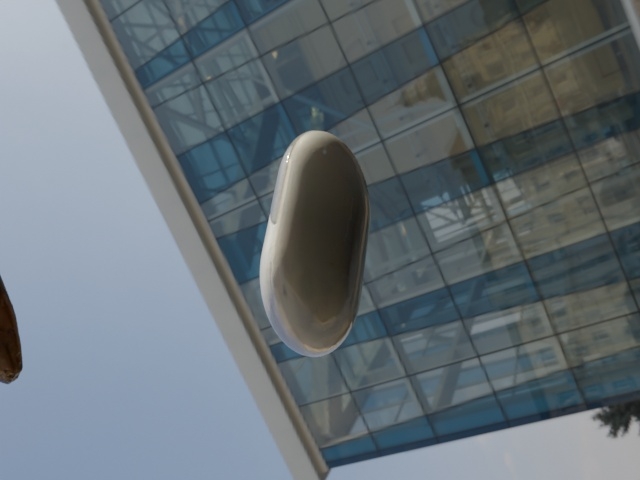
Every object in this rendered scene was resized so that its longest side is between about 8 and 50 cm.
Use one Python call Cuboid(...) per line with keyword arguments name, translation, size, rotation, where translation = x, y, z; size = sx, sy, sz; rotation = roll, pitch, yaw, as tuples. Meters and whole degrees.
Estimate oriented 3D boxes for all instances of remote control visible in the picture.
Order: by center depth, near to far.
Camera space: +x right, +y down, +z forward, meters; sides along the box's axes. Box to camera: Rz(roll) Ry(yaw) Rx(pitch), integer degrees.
Cuboid(name="remote control", translation=(0.000, 0.000, 0.890), size=(0.221, 0.103, 0.332), rotation=(43, -129, -51))

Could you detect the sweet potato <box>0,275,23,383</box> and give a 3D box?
Cuboid(name="sweet potato", translation=(-0.378, -0.024, 0.581), size=(0.359, 0.112, 0.112), rotation=(61, -155, -27))
